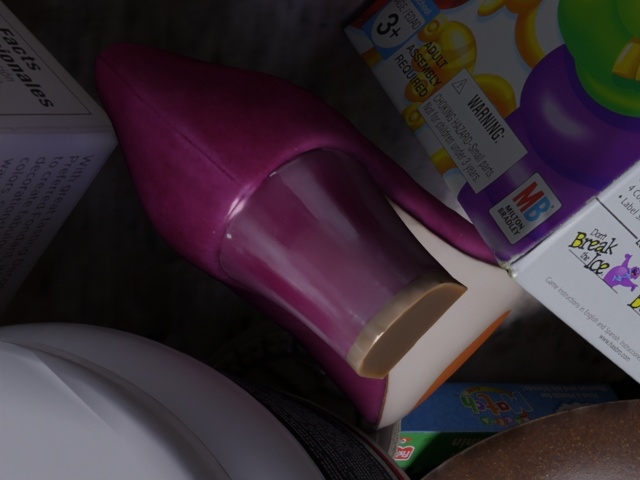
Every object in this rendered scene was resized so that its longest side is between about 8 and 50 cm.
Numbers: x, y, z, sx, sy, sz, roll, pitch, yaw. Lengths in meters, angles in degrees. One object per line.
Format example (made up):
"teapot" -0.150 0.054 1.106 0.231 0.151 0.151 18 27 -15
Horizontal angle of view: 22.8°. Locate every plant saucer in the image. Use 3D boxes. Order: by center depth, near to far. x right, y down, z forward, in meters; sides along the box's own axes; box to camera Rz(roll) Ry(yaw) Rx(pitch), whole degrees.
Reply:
"plant saucer" 0.126 0.146 0.747 0.199 0.036 0.198 -7 138 -6

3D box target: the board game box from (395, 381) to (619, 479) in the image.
"board game box" 0.044 0.158 0.801 0.160 0.039 0.211 3 129 -32

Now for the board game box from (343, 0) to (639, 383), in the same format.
"board game box" 0.172 -0.093 0.554 0.275 0.142 0.144 -41 137 12

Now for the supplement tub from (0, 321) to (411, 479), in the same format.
"supplement tub" -0.065 0.128 0.496 0.191 0.191 0.272 -34 164 5

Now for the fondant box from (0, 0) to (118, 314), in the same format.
"fondant box" -0.233 0.035 0.394 0.238 0.096 0.330 -52 159 23

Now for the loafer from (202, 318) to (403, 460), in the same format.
"loafer" -0.043 0.143 0.703 0.268 0.102 0.092 -62 171 18

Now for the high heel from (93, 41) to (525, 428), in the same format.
"high heel" 0.000 0.000 0.542 0.082 0.117 0.244 -47 167 7
